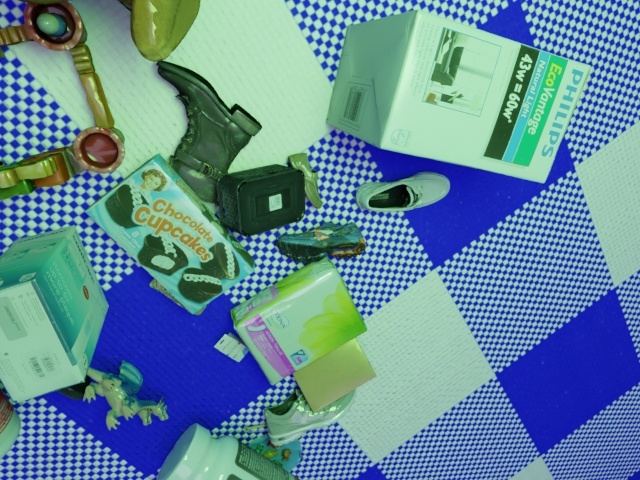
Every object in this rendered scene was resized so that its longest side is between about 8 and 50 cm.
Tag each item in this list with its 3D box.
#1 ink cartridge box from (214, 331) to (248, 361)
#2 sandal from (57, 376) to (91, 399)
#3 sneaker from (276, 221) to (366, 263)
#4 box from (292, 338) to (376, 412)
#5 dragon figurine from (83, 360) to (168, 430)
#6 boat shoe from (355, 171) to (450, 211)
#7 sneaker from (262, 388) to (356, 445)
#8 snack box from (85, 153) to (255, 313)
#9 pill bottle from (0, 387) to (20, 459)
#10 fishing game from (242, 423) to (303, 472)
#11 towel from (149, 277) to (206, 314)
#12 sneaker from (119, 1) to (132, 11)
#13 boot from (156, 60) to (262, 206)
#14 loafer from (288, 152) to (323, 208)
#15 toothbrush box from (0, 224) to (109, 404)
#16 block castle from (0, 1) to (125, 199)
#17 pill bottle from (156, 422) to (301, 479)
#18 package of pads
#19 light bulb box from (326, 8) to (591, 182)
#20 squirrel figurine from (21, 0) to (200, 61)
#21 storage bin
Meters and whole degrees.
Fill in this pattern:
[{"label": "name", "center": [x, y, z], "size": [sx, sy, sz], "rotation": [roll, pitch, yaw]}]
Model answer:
[{"label": "ink cartridge box", "center": [-0.231, 0.274, 1.168], "size": [0.083, 0.028, 0.048], "rotation": [40, 95, -25]}, {"label": "sandal", "center": [-0.634, 0.278, 1.019], "size": [0.054, 0.097, 0.254], "rotation": [-46, 126, 4]}, {"label": "sneaker", "center": [0.000, 0.000, 1.114], "size": [0.221, 0.087, 0.083], "rotation": [-2, 140, -2]}, {"label": "box", "center": [0.029, 0.350, 1.232], "size": [0.201, 0.021, 0.164], "rotation": [-29, 82, -5]}, {"label": "dragon figurine", "center": [-0.491, 0.355, 1.089], "size": [0.085, 0.144, 0.289], "rotation": [-37, 96, 1]}, {"label": "boat shoe", "center": [0.219, -0.112, 1.128], "size": [0.258, 0.084, 0.095], "rotation": [-14, 113, -11]}, {"label": "sneaker", "center": [-0.028, 0.463, 1.259], "size": [0.281, 0.105, 0.115], "rotation": [-26, 102, -13]}, {"label": "snack box", "center": [-0.314, -0.005, 0.978], "size": [0.187, 0.060, 0.322], "rotation": [-34, 114, 10]}, {"label": "pill bottle", "center": [-0.810, 0.289, 0.891], "size": [0.228, 0.229, 0.408], "rotation": [-18, 114, -9]}, {"label": "fishing game", "center": [-0.142, 0.650, 1.330], "size": [0.189, 0.041, 0.264], "rotation": [-2, 111, -13]}, {"label": "towel", "center": [-0.321, 0.106, 1.080], "size": [0.148, 0.027, 0.110], "rotation": [40, 94, -24]}, {"label": "sneaker", "center": [-0.285, -0.536, 0.814], "size": [0.108, 0.100, 0.272], "rotation": [29, 100, -18]}, {"label": "boot", "center": [-0.275, -0.216, 0.944], "size": [0.263, 0.091, 0.229], "rotation": [36, 105, -18]}, {"label": "loafer", "center": [-0.025, -0.142, 1.060], "size": [0.050, 0.056, 0.148], "rotation": [-28, 115, 2]}, {"label": "toothbrush box", "center": [-0.533, 0.125, 0.875], "size": [0.126, 0.295, 0.217], "rotation": [-16, 113, -12]}, {"label": "block castle", "center": [-0.601, -0.220, 0.772], "size": [0.453, 0.213, 0.303], "rotation": [-15, 113, -11]}, {"label": "pill bottle", "center": [-0.231, 0.657, 1.192], "size": [0.363, 0.210, 0.210], "rotation": [39, 96, -12]}, {"label": "package of pads", "center": [-0.056, 0.202, 1.155], "size": [0.296, 0.101, 0.229], "rotation": [-29, 117, -5]}, {"label": "light bulb box", "center": [0.247, -0.292, 0.919], "size": [0.360, 0.358, 0.225], "rotation": [8, 109, -18]}, {"label": "squirrel figurine", "center": [-0.357, -0.492, 0.651], "size": [0.370, 0.397, 0.281], "rotation": [9, 146, 14]}, {"label": "storage bin", "center": [-0.127, -0.093, 0.992], "size": [0.180, 0.084, 0.122], "rotation": [-20, 119, -38]}]
